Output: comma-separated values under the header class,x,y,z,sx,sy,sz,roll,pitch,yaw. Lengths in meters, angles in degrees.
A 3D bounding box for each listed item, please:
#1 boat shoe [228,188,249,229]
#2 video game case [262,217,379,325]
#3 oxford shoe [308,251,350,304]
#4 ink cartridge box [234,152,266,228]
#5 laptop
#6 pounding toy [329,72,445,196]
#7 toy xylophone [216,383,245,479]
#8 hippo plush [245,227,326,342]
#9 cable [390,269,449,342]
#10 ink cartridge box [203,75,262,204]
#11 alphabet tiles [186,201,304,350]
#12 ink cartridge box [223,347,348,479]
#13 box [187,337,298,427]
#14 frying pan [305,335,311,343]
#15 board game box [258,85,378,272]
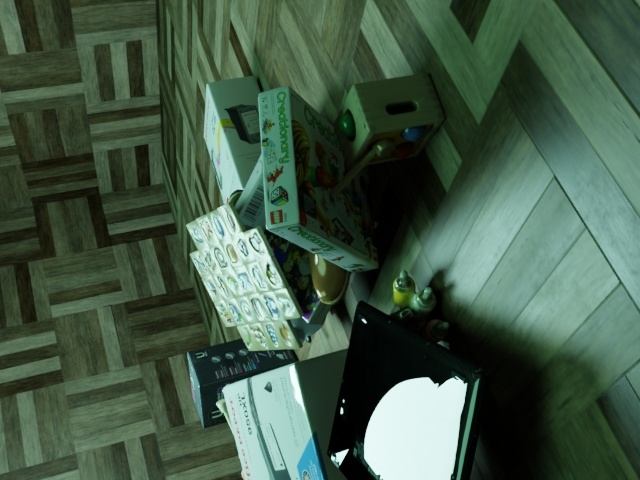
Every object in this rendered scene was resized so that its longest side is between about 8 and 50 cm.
class,x,y,z,sx,sy,sz,roll,pitch,yaw
boat shoe,-0.135,-0.049,1.695,0.223,0.080,0.073,41,-164,-40
video game case,-0.028,0.001,1.329,0.232,0.041,0.210,40,106,40
oxford shoe,0.000,0.000,1.226,0.076,0.076,0.212,-12,75,29
ink cartridge box,-0.109,-0.133,1.412,0.189,0.066,0.232,-62,22,8
laptop,0.186,0.334,1.066,0.382,0.236,0.408,-158,77,-69
pounding toy,0.078,-0.140,1.008,0.130,0.141,0.100,122,133,-66
toy xylophone,-0.153,0.488,1.840,0.236,0.081,0.323,-20,97,37
hippo plush,-0.060,0.073,1.571,0.294,0.234,0.237,-10,115,32
cable,0.144,0.145,1.180,0.139,0.072,0.287,55,169,14
ink cartridge box,-0.183,-0.203,1.802,0.226,0.131,0.306,110,143,-59
alphabet tiles,-0.148,0.077,1.394,0.342,0.011,0.285,-17,100,60
ink cartridge box,-0.035,0.400,1.546,0.395,0.166,0.286,-32,70,58
box,-0.207,0.369,2.008,0.143,0.270,0.165,-125,29,-50
frying pan,-0.074,0.092,1.781,0.326,0.053,0.197,-144,44,-62
board game box,0.004,-0.075,1.094,0.305,0.053,0.193,28,-126,-63
